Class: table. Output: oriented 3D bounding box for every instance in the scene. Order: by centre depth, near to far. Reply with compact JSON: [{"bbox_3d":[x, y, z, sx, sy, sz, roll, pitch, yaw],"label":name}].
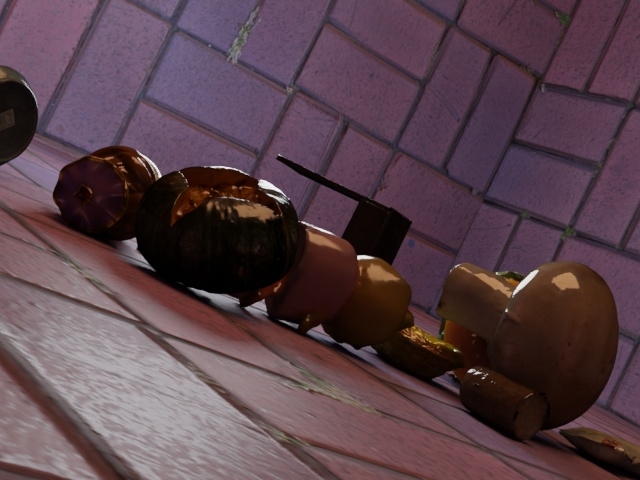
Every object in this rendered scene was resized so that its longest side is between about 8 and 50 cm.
[{"bbox_3d":[0.000,0.000,2.467,0.282,0.251,0.196,27,2,18],"label":"table"}]

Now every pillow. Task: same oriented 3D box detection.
[{"bbox_3d":[0.503,0.361,2.022,0.128,0.051,0.229,17,-6,39],"label":"pillow"}]

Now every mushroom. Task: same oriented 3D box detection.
[{"bbox_3d":[0.329,0.155,1.934,0.290,0.293,0.292,18,-3,29],"label":"mushroom"}]

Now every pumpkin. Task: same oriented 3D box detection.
[{"bbox_3d":[-0.143,-0.008,1.675,0.237,0.159,0.238,11,23,-5],"label":"pumpkin"}]

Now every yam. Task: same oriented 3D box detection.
[{"bbox_3d":[0.271,0.242,1.769,0.084,0.084,0.127,25,-2,-39],"label":"yam"}]

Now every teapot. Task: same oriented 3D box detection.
[{"bbox_3d":[-0.602,-0.216,1.943,0.225,0.171,0.203,19,28,31],"label":"teapot"}]

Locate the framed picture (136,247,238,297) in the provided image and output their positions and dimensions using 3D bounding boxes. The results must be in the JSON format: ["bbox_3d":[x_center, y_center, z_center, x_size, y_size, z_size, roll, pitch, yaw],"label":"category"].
[{"bbox_3d":[-0.201,0.049,1.839,0.149,0.011,0.109,25,2,-44],"label":"framed picture"}]

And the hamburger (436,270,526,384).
[{"bbox_3d":[0.330,0.179,2.170,0.246,0.246,0.170,26,3,8],"label":"hamburger"}]

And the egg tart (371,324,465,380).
[{"bbox_3d":[0.154,0.180,2.003,0.191,0.074,0.191,27,1,-1],"label":"egg tart"}]

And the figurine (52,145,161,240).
[{"bbox_3d":[-0.314,-0.072,1.809,0.189,0.142,0.263,-6,4,-1],"label":"figurine"}]

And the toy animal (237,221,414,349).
[{"bbox_3d":[0.023,0.074,1.822,0.281,0.169,0.195,30,42,-26],"label":"toy animal"}]
